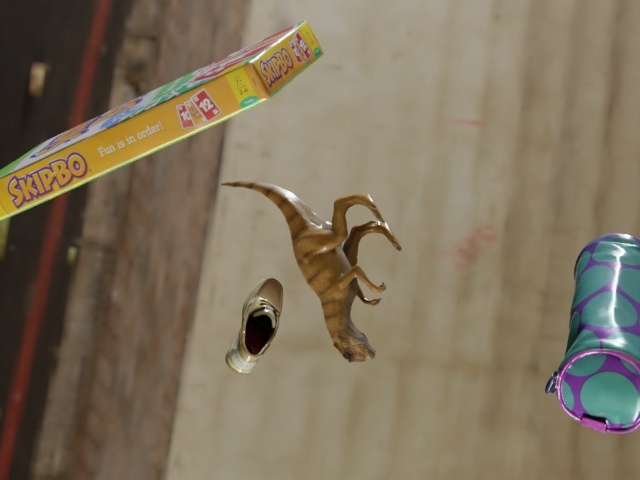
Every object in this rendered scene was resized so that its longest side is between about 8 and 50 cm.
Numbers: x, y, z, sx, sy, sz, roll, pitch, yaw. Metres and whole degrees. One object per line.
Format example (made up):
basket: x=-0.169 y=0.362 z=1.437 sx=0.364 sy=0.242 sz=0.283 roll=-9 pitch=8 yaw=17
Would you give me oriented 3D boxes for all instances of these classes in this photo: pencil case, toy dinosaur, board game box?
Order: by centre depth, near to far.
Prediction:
pencil case: x=0.187 y=0.059 z=1.118 sx=0.151 sy=0.064 sz=0.070 roll=-66 pitch=180 yaw=-57
board game box: x=-0.130 y=-0.077 z=1.207 sx=0.039 sy=0.259 sz=0.124 roll=61 pitch=25 yaw=-10
toy dinosaur: x=0.000 y=0.000 z=1.455 sx=0.211 sy=0.112 sz=0.064 roll=62 pitch=4 yaw=22

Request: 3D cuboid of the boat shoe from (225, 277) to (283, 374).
boat shoe: x=-0.067 y=0.095 z=2.009 sx=0.045 sy=0.050 sz=0.135 roll=-42 pitch=-157 yaw=49
